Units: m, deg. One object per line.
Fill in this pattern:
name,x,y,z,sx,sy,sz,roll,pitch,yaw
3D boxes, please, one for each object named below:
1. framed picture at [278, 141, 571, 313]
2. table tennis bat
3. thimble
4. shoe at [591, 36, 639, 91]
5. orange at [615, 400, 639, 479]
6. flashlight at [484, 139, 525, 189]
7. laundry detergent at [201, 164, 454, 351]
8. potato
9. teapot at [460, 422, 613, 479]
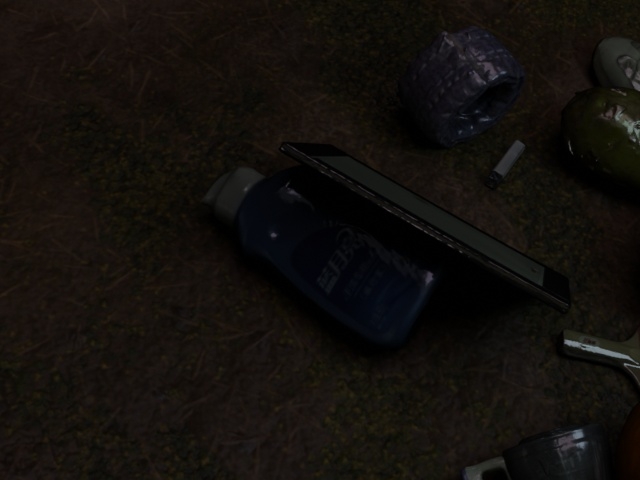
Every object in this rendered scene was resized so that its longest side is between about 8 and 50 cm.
framed picture,0.129,-0.024,1.259,0.347,0.016,0.265,30,9,7
table tennis bat,0.399,0.146,1.315,0.246,0.022,0.138,15,52,-6
thimble,0.179,-0.197,1.426,0.150,0.150,0.098,-22,66,-26
shoe,0.504,-0.207,1.546,0.275,0.098,0.103,34,50,13
orange,0.416,0.238,1.106,0.240,0.171,0.240,-4,42,3
flashlight,0.241,-0.099,1.449,0.018,0.018,0.083,34,54,9
laundry detergent,0.000,0.000,1.255,0.289,0.094,0.143,31,95,13
potato,0.433,-0.125,1.462,0.251,0.113,0.149,18,46,-11
teapot,0.237,0.252,1.143,0.149,0.111,0.108,-8,71,-26
